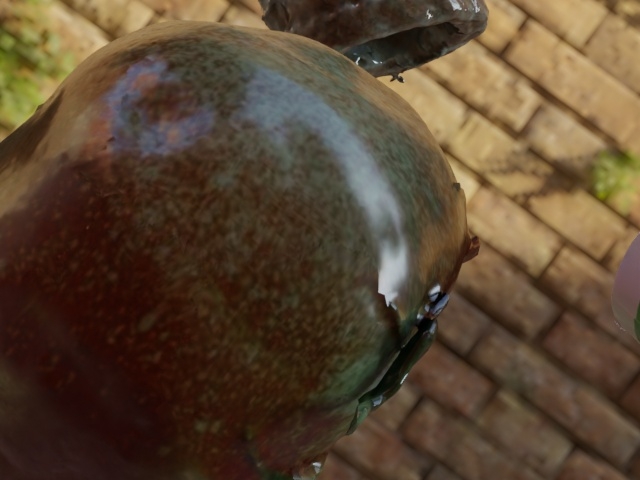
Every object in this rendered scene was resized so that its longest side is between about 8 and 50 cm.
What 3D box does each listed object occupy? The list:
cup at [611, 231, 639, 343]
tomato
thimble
[{"bbox_3d":[0.465,0.089,1.934,0.253,0.253,0.274,28,10,-49],"label":"cup"},{"bbox_3d":[-0.075,0.025,0.941,0.239,0.303,0.303,39,7,-1],"label":"tomato"},{"bbox_3d":[0.056,-0.249,1.862,0.229,0.196,0.148,-10,77,-48],"label":"thimble"}]
